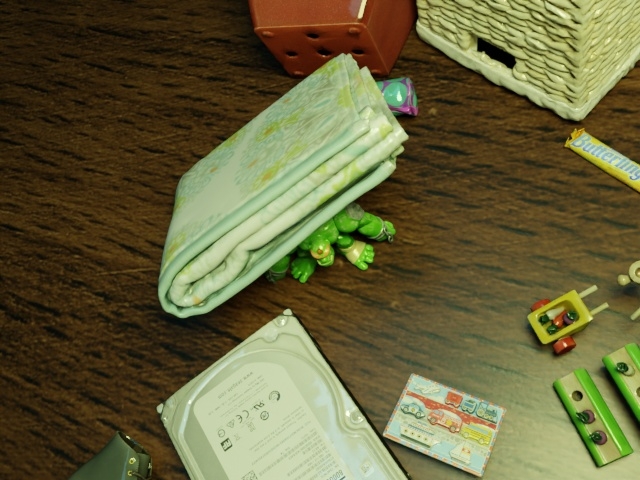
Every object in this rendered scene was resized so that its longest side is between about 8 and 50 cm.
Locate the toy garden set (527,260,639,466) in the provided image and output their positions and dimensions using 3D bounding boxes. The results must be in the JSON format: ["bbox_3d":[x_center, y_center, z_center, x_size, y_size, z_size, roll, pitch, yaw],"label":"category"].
[{"bbox_3d":[0.372,0.114,0.744,0.244,0.049,0.203,-37,57,25],"label":"toy garden set"}]

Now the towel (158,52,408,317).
[{"bbox_3d":[-0.063,-0.091,0.902,0.374,0.090,0.320,-34,27,15],"label":"towel"}]

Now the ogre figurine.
[{"bbox_3d":[0.000,0.000,0.927,0.197,0.118,0.096,-3,65,17],"label":"ogre figurine"}]

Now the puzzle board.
[{"bbox_3d":[0.156,0.227,0.814,0.128,0.011,0.096,17,52,23],"label":"puzzle board"}]

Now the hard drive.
[{"bbox_3d":[-0.041,0.286,0.837,0.237,0.064,0.339,-36,61,-1],"label":"hard drive"}]

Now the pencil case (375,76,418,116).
[{"bbox_3d":[0.078,-0.218,1.038,0.152,0.064,0.070,-8,48,14],"label":"pencil case"}]

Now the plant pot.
[{"bbox_3d":[0.020,-0.408,1.052,0.267,0.267,0.235,4,81,19],"label":"plant pot"}]

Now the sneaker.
[{"bbox_3d":[-0.247,0.356,0.855,0.222,0.083,0.118,35,79,29],"label":"sneaker"}]

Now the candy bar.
[{"bbox_3d":[0.414,-0.105,0.906,0.040,0.018,0.161,-44,62,-6],"label":"candy bar"}]

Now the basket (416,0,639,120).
[{"bbox_3d":[0.346,-0.421,0.939,0.331,0.266,0.328,-45,60,-8],"label":"basket"}]
